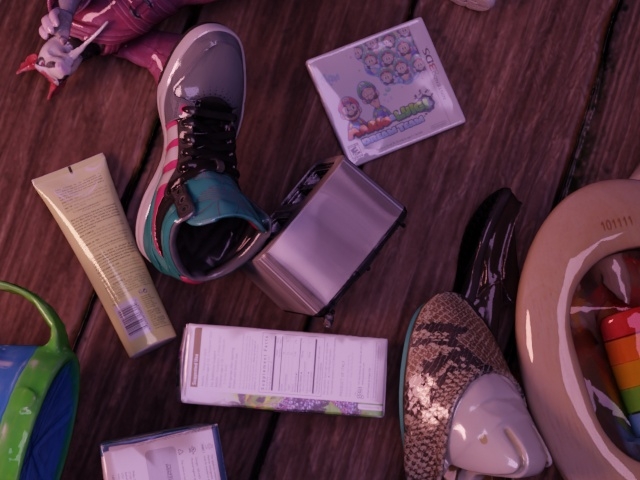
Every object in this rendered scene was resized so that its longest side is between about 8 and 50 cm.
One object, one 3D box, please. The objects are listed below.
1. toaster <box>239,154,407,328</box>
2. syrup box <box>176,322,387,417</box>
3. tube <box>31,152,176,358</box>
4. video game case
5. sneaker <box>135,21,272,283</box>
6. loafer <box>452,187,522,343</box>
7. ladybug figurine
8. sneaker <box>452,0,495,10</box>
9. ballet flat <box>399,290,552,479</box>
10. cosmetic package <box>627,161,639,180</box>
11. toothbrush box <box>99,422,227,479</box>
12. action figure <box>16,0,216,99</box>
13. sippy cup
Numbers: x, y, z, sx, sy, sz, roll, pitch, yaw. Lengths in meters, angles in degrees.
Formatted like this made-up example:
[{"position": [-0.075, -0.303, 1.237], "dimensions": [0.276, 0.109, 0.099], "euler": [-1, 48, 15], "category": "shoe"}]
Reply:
[{"position": [0.000, 0.000, 1.799], "dimensions": [0.110, 0.186, 0.168], "euler": [41, 80, -12], "category": "toaster"}, {"position": [-0.047, 0.152, 1.821], "dimensions": [0.237, 0.093, 0.096], "euler": [4, 83, -8], "category": "syrup box"}, {"position": [-0.244, 0.019, 1.830], "dimensions": [0.062, 0.070, 0.240], "euler": [-30, 84, 28], "category": "tube"}, {"position": [0.080, -0.181, 1.916], "dimensions": [0.157, 0.019, 0.143], "euler": [-22, 87, -10], "category": "video game case"}, {"position": [-0.121, -0.078, 1.721], "dimensions": [0.124, 0.178, 0.295], "euler": [1, 113, -29], "category": "sneaker"}, {"position": [0.205, 0.045, 1.884], "dimensions": [0.078, 0.080, 0.220], "euler": [17, 91, -10], "category": "loafer"}, {"position": [0.375, 0.153, 1.847], "dimensions": [0.305, 0.162, 0.449], "euler": [-12, 85, -10], "category": "ladybug figurine"}, {"position": [0.158, -0.347, 1.928], "dimensions": [0.158, 0.061, 0.065], "euler": [36, 73, -3], "category": "sneaker"}, {"position": [0.172, 0.305, 1.759], "dimensions": [0.164, 0.182, 0.483], "euler": [6, 92, -39], "category": "ballet flat"}, {"position": [0.580, -0.032, 1.883], "dimensions": [0.365, 0.197, 0.155], "euler": [37, 80, -1], "category": "cosmetic package"}, {"position": [-0.162, 0.312, 1.684], "dimensions": [0.126, 0.295, 0.216], "euler": [-9, 84, -10], "category": "toothbrush box"}, {"position": [-0.211, -0.307, 1.803], "dimensions": [0.370, 0.248, 0.275], "euler": [-33, 53, 13], "category": "action figure"}, {"position": [-0.403, 0.206, 1.709], "dimensions": [0.224, 0.240, 0.305], "euler": [14, 50, 4], "category": "sippy cup"}]
